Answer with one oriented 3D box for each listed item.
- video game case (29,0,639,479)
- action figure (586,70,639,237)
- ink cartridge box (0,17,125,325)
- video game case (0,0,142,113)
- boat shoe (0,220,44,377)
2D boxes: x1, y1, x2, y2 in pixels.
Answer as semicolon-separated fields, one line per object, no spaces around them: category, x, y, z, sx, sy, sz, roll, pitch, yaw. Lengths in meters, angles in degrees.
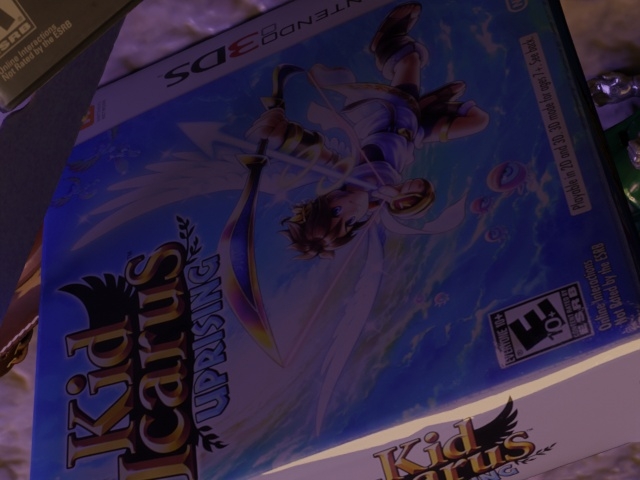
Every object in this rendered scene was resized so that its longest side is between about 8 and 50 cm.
video game case;0.000;0.000;0.678;0.244;0.270;0.061;-23;131;14
action figure;0.159;-0.043;0.779;0.232;0.137;0.063;-35;116;13
ink cartridge box;-0.211;-0.092;0.588;0.307;0.072;0.304;20;94;-27
video game case;-0.111;-0.206;0.550;0.196;0.026;0.274;-42;127;-13
boat shoe;-0.185;0.042;0.835;0.207;0.073;0.073;-29;132;29
